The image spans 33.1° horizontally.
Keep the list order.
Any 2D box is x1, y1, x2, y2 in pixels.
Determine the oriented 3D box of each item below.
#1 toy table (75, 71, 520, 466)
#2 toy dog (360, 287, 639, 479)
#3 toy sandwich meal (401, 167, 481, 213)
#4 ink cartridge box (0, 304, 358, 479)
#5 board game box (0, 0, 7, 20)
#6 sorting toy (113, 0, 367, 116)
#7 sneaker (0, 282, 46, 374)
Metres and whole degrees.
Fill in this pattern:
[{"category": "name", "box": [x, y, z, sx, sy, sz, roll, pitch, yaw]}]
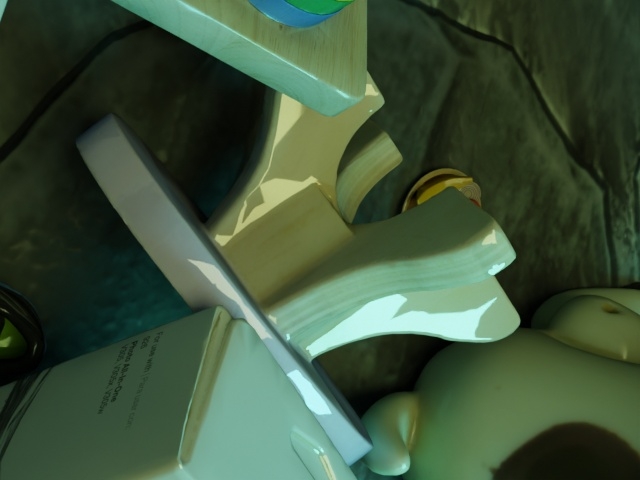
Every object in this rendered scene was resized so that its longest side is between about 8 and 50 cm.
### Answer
[{"category": "toy table", "box": [0.000, 0.000, 0.665, 0.161, 0.252, 0.274, -36, 127, -1]}, {"category": "toy dog", "box": [0.266, 0.182, 0.754, 0.395, 0.408, 0.284, 26, 88, -33]}, {"category": "toy sandwich meal", "box": [0.095, -0.015, 0.827, 0.085, 0.029, 0.085, -8, 106, -29]}, {"category": "ink cartridge box", "box": [-0.129, 0.186, 0.600, 0.289, 0.121, 0.211, -22, 119, 20]}, {"category": "board game box", "box": [-0.285, -0.183, 0.488, 0.302, 0.086, 0.308, 18, 93, -46]}, {"category": "sorting toy", "box": [-0.049, -0.231, 0.521, 0.255, 0.089, 0.257, 24, 56, -39]}, {"category": "sneaker", "box": [-0.241, 0.036, 0.611, 0.188, 0.078, 0.067, 20, 91, -32]}]
